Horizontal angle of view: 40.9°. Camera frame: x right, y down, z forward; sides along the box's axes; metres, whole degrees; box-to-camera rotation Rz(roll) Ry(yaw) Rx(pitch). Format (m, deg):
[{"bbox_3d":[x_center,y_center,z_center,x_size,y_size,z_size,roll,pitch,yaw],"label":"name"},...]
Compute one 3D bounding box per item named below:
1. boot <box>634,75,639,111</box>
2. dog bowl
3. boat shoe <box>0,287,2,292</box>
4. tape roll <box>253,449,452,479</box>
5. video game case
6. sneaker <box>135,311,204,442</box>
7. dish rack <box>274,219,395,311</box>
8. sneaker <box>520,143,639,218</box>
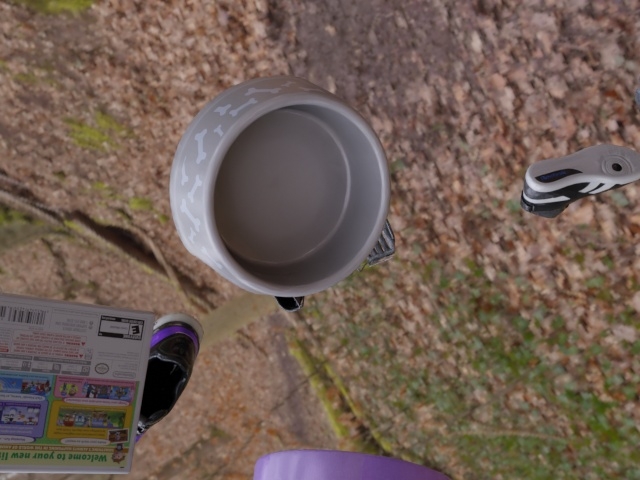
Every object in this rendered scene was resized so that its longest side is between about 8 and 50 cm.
[{"bbox_3d":[0.569,-0.198,0.773,0.445,0.146,0.367,34,105,46],"label":"boot"},{"bbox_3d":[-0.046,-0.073,1.301,0.102,0.348,0.349,27,141,61],"label":"dog bowl"},{"bbox_3d":[-0.577,0.083,1.105,0.109,0.305,0.091,-119,16,-48],"label":"boat shoe"},{"bbox_3d":[0.042,0.361,1.157,0.275,0.274,0.090,98,180,-64],"label":"tape roll"},{"bbox_3d":[-0.301,0.164,0.969,0.023,0.212,0.193,1,82,55],"label":"video game case"},{"bbox_3d":[-0.292,0.255,1.355,0.102,0.293,0.146,29,-161,-18],"label":"sneaker"},{"bbox_3d":[0.000,0.000,1.658,0.208,0.271,0.074,60,-155,-17],"label":"dish rack"},{"bbox_3d":[0.454,-0.099,1.513,0.121,0.216,0.079,93,168,-59],"label":"sneaker"}]
